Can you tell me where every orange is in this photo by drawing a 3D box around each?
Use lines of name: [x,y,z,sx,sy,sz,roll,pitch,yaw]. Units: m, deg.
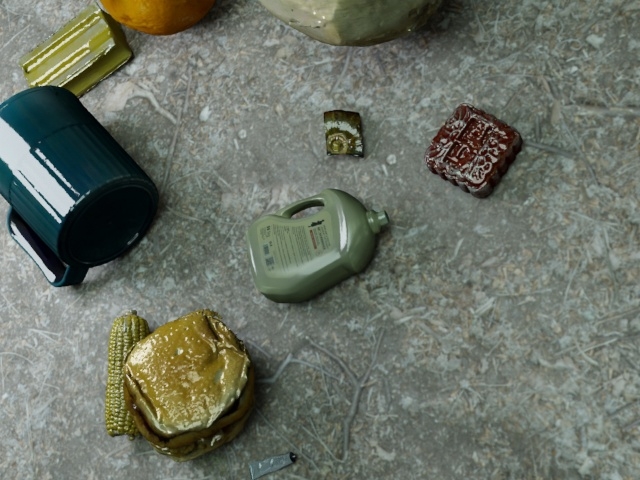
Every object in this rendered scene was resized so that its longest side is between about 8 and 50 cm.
orange: [-0.327,-0.539,1.746,0.261,0.261,0.261,-6,72,20]

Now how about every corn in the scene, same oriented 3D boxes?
corn: [-0.356,0.247,1.619,0.080,0.080,0.238,-3,76,21]

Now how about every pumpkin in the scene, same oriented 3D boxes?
pumpkin: [0.044,-0.191,1.619,0.073,0.035,0.101,-4,69,9]

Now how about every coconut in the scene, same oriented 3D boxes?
coconut: [0.079,-0.514,1.509,0.404,0.404,0.405,-6,72,20]

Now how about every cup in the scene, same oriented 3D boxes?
cup: [-0.502,-0.095,1.692,0.292,0.242,0.308,42,89,24]

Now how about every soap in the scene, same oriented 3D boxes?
soap: [-0.526,-0.388,1.880,0.233,0.076,0.135,-32,66,11]

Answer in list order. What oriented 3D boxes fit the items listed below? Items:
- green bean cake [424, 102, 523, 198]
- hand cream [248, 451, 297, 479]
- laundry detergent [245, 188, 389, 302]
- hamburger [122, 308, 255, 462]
green bean cake: [0.260,-0.156,1.508,0.135,0.056,0.135,33,90,26]
hand cream: [-0.081,0.384,1.505,0.093,0.019,0.030,-23,69,21]
laundry detergent: [0.000,0.000,1.545,0.253,0.091,0.181,-22,62,15]
hamburger: [-0.223,0.252,1.516,0.244,0.163,0.244,-5,59,9]
